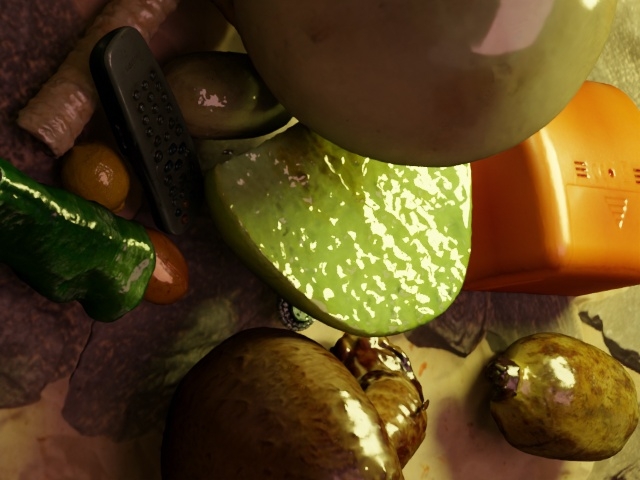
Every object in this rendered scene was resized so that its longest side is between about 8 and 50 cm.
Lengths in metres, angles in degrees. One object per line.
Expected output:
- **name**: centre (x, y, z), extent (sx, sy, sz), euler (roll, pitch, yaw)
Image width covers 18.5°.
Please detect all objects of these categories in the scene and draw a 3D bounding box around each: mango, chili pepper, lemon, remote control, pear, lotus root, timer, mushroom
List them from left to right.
- **chili pepper**: centre (-0.242, -0.003, 1.760), extent (0.270, 0.136, 0.099), euler (35, 49, -45)
- **lemon**: centre (-0.208, -0.057, 1.823), extent (0.062, 0.062, 0.083), euler (-52, 127, -25)
- **remote control**: centre (-0.157, -0.100, 1.812), extent (0.072, 0.042, 0.222), euler (-56, 140, -37)
- **mango**: centre (-0.161, 0.023, 1.891), extent (0.060, 0.046, 0.089), euler (-52, 123, -24)
- **lotus root**: centre (-0.100, -0.142, 1.894), extent (0.183, 0.090, 0.077), euler (-2, 125, -41)
- **mushroom**: centre (0.006, 0.255, 1.916), extent (0.356, 0.334, 0.331), euler (6, 93, -33)
- **pear**: centre (0.030, -0.013, 1.922), extent (0.288, 0.139, 0.239), euler (-31, 84, -34)
- **mushroom**: centre (0.095, -0.243, 1.844), extent (0.362, 0.294, 0.362), euler (1, 82, -4)
- **lotus root**: centre (0.272, 0.180, 2.266), extent (0.260, 0.128, 0.145), euler (21, 68, -48)
- **timer**: centre (0.273, -0.070, 2.248), extent (0.257, 0.161, 0.250), euler (4, 79, -43)

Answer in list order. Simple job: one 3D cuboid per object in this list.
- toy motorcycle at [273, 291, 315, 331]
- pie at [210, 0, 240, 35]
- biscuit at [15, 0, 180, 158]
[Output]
- **toy motorcycle**: centre (0.000, 0.000, 2.029), extent (0.106, 0.074, 0.190), euler (50, 63, -26)
- **pie**: centre (-0.063, -0.213, 1.911), extent (0.191, 0.033, 0.088), euler (49, 19, -1)
- **biscuit**: centre (-0.203, -0.171, 1.816), extent (0.061, 0.055, 0.219), euler (46, 64, -29)
